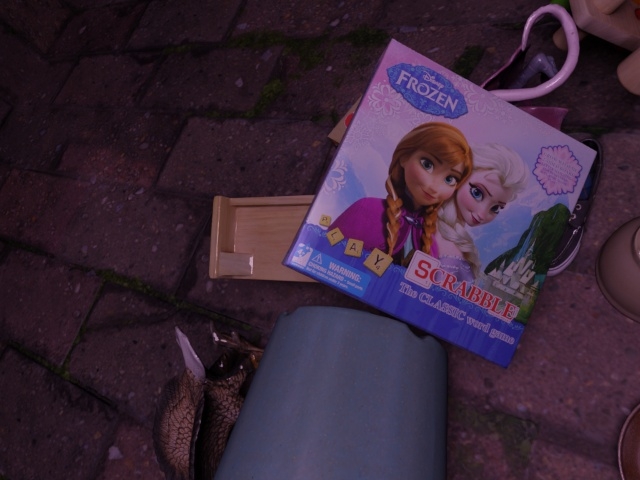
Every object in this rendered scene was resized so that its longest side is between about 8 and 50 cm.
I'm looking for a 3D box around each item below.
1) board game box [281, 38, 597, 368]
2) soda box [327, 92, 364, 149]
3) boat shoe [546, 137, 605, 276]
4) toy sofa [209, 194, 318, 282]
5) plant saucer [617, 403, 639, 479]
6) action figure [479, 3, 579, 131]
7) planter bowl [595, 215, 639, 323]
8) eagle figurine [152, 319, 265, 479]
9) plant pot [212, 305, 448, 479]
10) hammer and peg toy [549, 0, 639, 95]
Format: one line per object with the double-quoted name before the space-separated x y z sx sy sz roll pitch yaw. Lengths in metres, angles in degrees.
"board game box" 0.159 -0.044 0.574 0.319 0.066 0.318 25 85 -7
"soda box" 0.101 -0.261 0.918 0.061 0.058 0.181 38 88 34
"boat shoe" 0.382 -0.057 0.672 0.080 0.076 0.228 26 80 33
"toy sofa" 0.000 0.000 0.753 0.362 0.177 0.150 0 86 27
"plant saucer" 0.461 0.273 0.503 0.198 0.036 0.198 -11 62 22
"action figure" 0.200 -0.165 0.712 0.370 0.276 0.248 -7 69 8
"planter bowl" 0.463 0.026 0.574 0.162 0.109 0.162 -11 63 23
"eagle figurine" -0.179 0.303 0.718 0.225 0.226 0.298 23 73 14
"plant pot" 0.021 0.285 0.562 0.341 0.341 0.334 1 59 27
"hammer and peg toy" 0.486 -0.341 0.666 0.266 0.127 0.361 10 66 -17
